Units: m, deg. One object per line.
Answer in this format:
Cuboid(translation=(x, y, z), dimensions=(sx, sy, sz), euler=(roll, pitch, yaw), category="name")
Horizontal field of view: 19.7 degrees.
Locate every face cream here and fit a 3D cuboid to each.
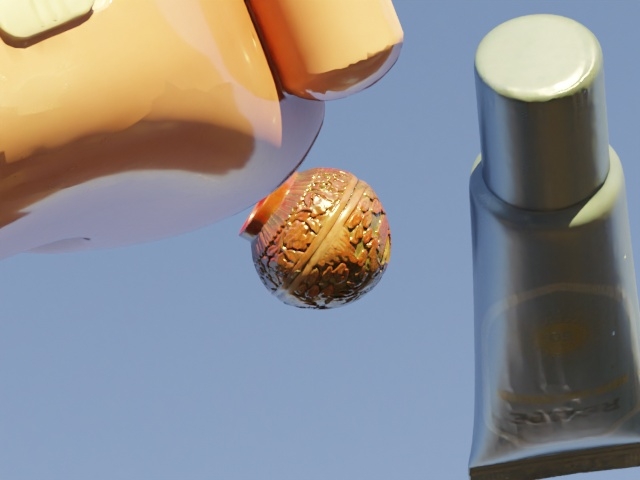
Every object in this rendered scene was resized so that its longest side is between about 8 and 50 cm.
Cuboid(translation=(0.142, 0.030, 1.111), dimensions=(0.135, 0.086, 0.385), euler=(-9, -44, 3), category="face cream")

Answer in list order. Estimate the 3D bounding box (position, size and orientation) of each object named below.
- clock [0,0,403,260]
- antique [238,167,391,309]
Cuboid(translation=(-0.128, -0.040, 0.570), dimensions=(0.241, 0.227, 0.142), euler=(-27, -78, -34), category="clock")
Cuboid(translation=(0.000, 0.000, 1.245), dimensions=(0.104, 0.104, 0.104), euler=(-9, -54, -12), category="antique")
